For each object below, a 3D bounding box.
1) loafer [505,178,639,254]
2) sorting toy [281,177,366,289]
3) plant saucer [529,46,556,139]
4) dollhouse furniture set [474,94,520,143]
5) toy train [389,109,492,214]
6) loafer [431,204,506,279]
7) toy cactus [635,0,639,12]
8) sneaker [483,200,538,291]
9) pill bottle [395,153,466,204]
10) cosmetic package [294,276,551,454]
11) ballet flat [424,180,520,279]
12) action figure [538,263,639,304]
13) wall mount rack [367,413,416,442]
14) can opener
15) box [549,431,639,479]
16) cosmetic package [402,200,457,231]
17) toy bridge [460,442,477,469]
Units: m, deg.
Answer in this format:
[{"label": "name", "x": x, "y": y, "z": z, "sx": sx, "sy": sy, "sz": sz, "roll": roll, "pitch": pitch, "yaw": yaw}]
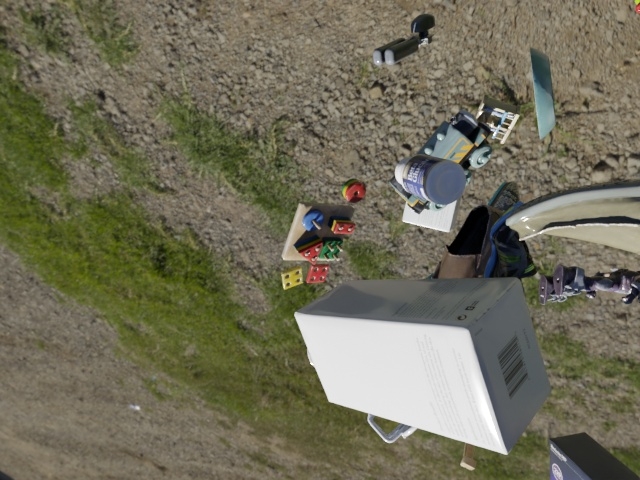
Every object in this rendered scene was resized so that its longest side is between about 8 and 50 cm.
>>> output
[{"label": "loafer", "x": 0.342, "y": -0.024, "z": 0.507, "sx": 0.251, "sy": 0.094, "sz": 0.088, "roll": -9, "pitch": 93, "yaw": 24}, {"label": "sorting toy", "x": 0.000, "y": 0.000, "z": 0.947, "sx": 0.046, "sy": 0.132, "sz": 0.275, "roll": 50, "pitch": 128, "yaw": 46}, {"label": "plant saucer", "x": 0.291, "y": -0.193, "z": 0.595, "sx": 0.021, "sy": 0.119, "sz": 0.119, "roll": -6, "pitch": 125, "yaw": 27}, {"label": "dollhouse furniture set", "x": 0.587, "y": -0.380, "z": 1.561, "sx": 0.129, "sy": 0.184, "sz": 0.129, "roll": 20, "pitch": 140, "yaw": 7}, {"label": "toy train", "x": 0.358, "y": -0.225, "z": 1.349, "sx": 0.190, "sy": 0.142, "sz": 0.334, "roll": 21, "pitch": 116, "yaw": -45}, {"label": "loafer", "x": 0.317, "y": 0.067, "z": 1.070, "sx": 0.130, "sy": 0.366, "sz": 0.133, "roll": 35, "pitch": 171, "yaw": -35}, {"label": "toy cactus", "x": 0.749, "y": -0.542, "z": 0.911, "sx": 0.218, "sy": 0.181, "sz": 0.112, "roll": -22, "pitch": 121, "yaw": 40}, {"label": "sneaker", "x": 0.309, "y": 0.019, "z": 0.719, "sx": 0.078, "sy": 0.067, "sz": 0.188, "roll": 33, "pitch": 144, "yaw": 40}, {"label": "pill bottle", "x": 0.236, "y": -0.141, "z": 1.015, "sx": 0.094, "sy": 0.094, "sz": 0.169, "roll": 58, "pitch": 172, "yaw": -25}, {"label": "cosmetic package", "x": 0.144, "y": 0.177, "z": 0.746, "sx": 0.365, "sy": 0.155, "sz": 0.197, "roll": -4, "pitch": 110, "yaw": 51}, {"label": "ballet flat", "x": 0.462, "y": 0.063, "z": 1.315, "sx": 0.182, "sy": 0.483, "sz": 0.164, "roll": 42, "pitch": -174, "yaw": 30}, {"label": "action figure", "x": 0.715, "y": 0.113, "z": 1.162, "sx": 0.284, "sy": 0.099, "sz": 0.185, "roll": 0, "pitch": 172, "yaw": -5}, {"label": "wall mount rack", "x": 0.265, "y": 0.421, "z": 1.271, "sx": 0.130, "sy": 0.304, "sz": 0.350, "roll": 46, "pitch": 170, "yaw": 19}, {"label": "can opener", "x": 0.239, "y": -0.569, "z": 1.299, "sx": 0.074, "sy": 0.280, "sz": 0.093, "roll": 13, "pitch": 132, "yaw": 36}, {"label": "box", "x": 0.613, "y": 0.571, "z": 0.977, "sx": 0.103, "sy": 0.261, "sz": 0.185, "roll": -5, "pitch": 99, "yaw": -6}, {"label": "cosmetic package", "x": 0.437, "y": -0.133, "z": 1.775, "sx": 0.183, "sy": 0.151, "sz": 0.152, "roll": 15, "pitch": 103, "yaw": 22}, {"label": "toy bridge", "x": 0.326, "y": 0.379, "z": 0.951, "sx": 0.026, "sy": 0.188, "sz": 0.063, "roll": 19, "pitch": 149, "yaw": 15}]
